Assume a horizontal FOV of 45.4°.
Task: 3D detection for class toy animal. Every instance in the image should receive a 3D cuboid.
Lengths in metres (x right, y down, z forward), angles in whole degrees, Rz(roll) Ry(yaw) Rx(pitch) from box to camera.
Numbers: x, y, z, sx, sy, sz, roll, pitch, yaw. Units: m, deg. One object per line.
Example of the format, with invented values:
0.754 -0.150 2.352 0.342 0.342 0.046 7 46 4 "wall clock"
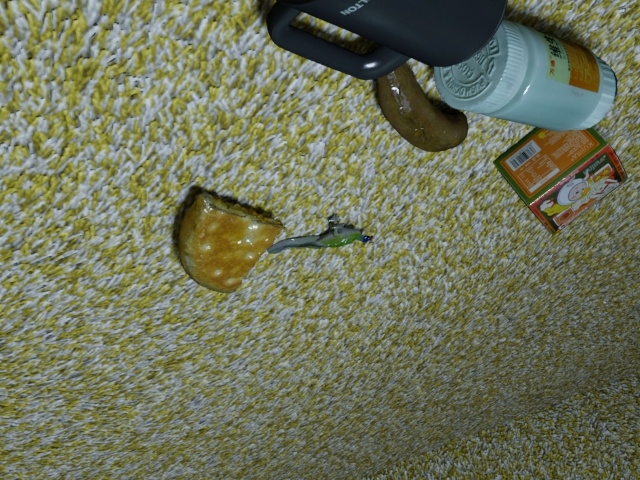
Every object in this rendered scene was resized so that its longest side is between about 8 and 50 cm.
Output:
0.005 -0.011 1.488 0.216 0.041 0.075 -6 140 -23 "toy animal"

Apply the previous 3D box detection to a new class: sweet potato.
0.159 -0.231 1.300 0.285 0.085 0.112 36 76 -41 "sweet potato"

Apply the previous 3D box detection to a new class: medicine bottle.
0.357 -0.277 1.305 0.318 0.158 0.158 4 133 -38 "medicine bottle"

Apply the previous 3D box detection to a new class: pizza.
-0.159 -0.004 1.362 0.197 0.058 0.292 -24 146 -10 "pizza"

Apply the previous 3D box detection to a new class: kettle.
0.079 -0.327 1.004 0.308 0.203 0.262 12 115 -47 "kettle"

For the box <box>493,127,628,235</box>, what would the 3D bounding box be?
0.499 -0.140 1.583 0.195 0.148 0.177 -39 143 13 "box"
